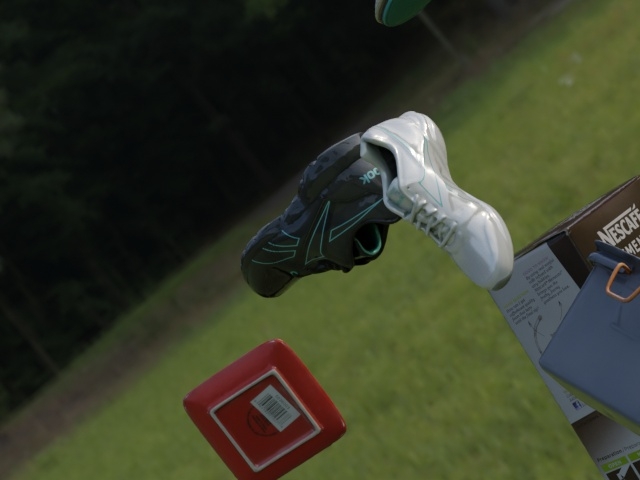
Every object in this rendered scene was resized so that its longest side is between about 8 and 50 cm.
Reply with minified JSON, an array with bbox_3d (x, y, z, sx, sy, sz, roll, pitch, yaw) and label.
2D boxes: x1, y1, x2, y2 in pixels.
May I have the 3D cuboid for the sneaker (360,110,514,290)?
[{"bbox_3d":[0.079,-0.023,1.215,0.061,0.152,0.054,-16,-27,-41],"label":"sneaker"}]

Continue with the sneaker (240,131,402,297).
[{"bbox_3d":[0.000,0.000,1.822,0.101,0.106,0.267,-30,-14,-39],"label":"sneaker"}]

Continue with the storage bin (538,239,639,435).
[{"bbox_3d":[0.203,0.069,1.072,0.091,0.098,0.135,-55,38,-5],"label":"storage bin"}]

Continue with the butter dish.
[{"bbox_3d":[-0.067,0.204,2.160,0.160,0.160,0.118,-33,14,12],"label":"butter dish"}]

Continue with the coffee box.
[{"bbox_3d":[0.307,0.109,1.636,0.119,0.297,0.168,-33,-1,42],"label":"coffee box"}]

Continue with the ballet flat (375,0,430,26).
[{"bbox_3d":[0.126,-0.344,1.908,0.086,0.086,0.248,-41,-6,-48],"label":"ballet flat"}]
